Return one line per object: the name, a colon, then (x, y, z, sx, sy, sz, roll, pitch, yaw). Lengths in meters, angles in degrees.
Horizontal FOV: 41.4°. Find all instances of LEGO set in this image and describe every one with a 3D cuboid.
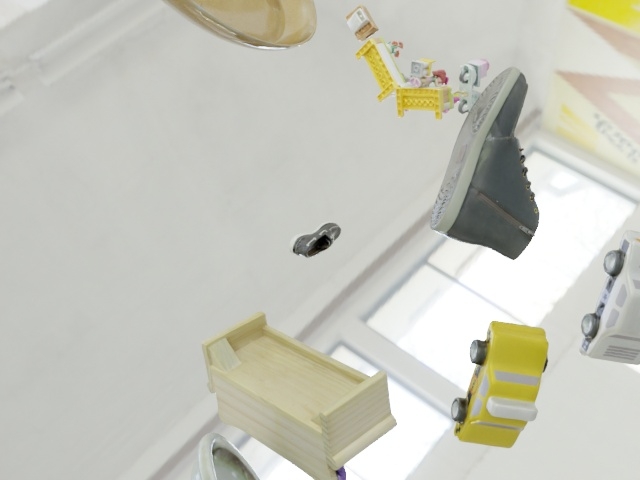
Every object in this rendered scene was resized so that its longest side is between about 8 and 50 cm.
LEGO set: (0.159, -0.277, 1.362, 0.107, 0.287, 0.132, -19, -47, -37)

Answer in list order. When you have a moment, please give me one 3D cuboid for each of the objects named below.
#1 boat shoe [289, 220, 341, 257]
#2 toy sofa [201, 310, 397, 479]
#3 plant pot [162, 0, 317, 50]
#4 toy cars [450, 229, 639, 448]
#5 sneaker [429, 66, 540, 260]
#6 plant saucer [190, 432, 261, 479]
boat shoe: (0.000, 0.000, 1.422, 0.125, 0.038, 0.046, -17, -55, -51)
toy sofa: (-0.044, 0.279, 1.520, 0.150, 0.363, 0.177, -28, -59, -35)
plant pot: (-0.102, -0.253, 0.748, 0.032, 0.236, 0.236, -40, -16, 31)
toy cars: (0.330, 0.148, 1.114, 0.394, 0.087, 0.176, -36, -69, 9)
sneaker: (0.225, -0.092, 1.033, 0.083, 0.118, 0.222, -168, 101, -79)
plant saucer: (-0.121, 0.509, 1.365, 0.101, 0.400, 0.400, -30, -30, 0)
